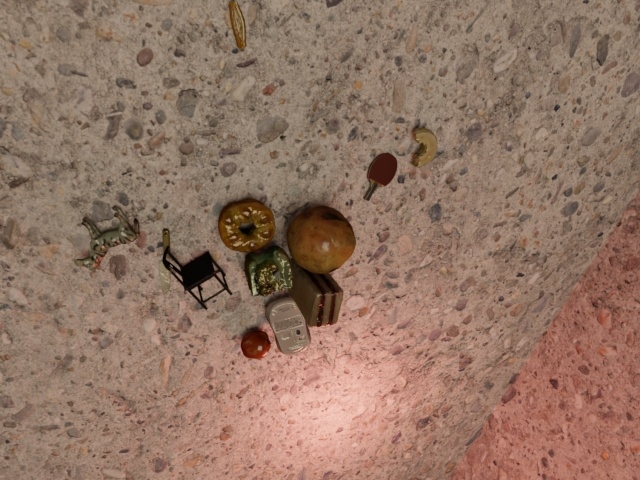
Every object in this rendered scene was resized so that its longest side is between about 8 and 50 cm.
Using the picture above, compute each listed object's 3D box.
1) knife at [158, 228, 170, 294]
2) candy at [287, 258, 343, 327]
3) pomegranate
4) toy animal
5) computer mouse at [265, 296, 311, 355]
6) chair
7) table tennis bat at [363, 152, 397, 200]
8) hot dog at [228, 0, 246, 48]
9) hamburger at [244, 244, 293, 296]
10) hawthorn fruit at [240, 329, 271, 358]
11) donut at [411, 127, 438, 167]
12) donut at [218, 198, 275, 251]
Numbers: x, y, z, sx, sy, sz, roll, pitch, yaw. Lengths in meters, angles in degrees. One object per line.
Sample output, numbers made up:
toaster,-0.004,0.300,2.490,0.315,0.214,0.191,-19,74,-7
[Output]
knife,-0.614,0.089,1.645,0.047,0.017,0.298,1,118,-15
candy,-0.028,0.211,1.756,0.135,0.320,0.179,-2,115,-23
pomegranate,0.000,0.000,1.681,0.281,0.281,0.281,-9,120,-16
toy animal,-0.781,-0.016,1.489,0.255,0.090,0.170,-34,128,2
computer mouse,-0.142,0.385,1.924,0.184,0.121,0.297,-19,108,0
chair,-0.478,0.125,1.628,0.141,0.154,0.260,-31,131,-3
table tennis bat,0.248,-0.268,1.778,0.130,0.019,0.220,20,107,-29
hot dog,-0.263,-0.695,1.349,0.044,0.028,0.137,-4,119,11
hamburger,-0.213,0.114,1.684,0.168,0.288,0.192,-6,99,-17
hawthorn fruit,-0.299,0.478,1.909,0.138,0.133,0.133,-24,123,5
donut,0.434,-0.396,1.751,0.108,0.065,0.166,-16,120,-12
donut,-0.289,-0.058,1.631,0.227,0.114,0.226,-9,120,-17
